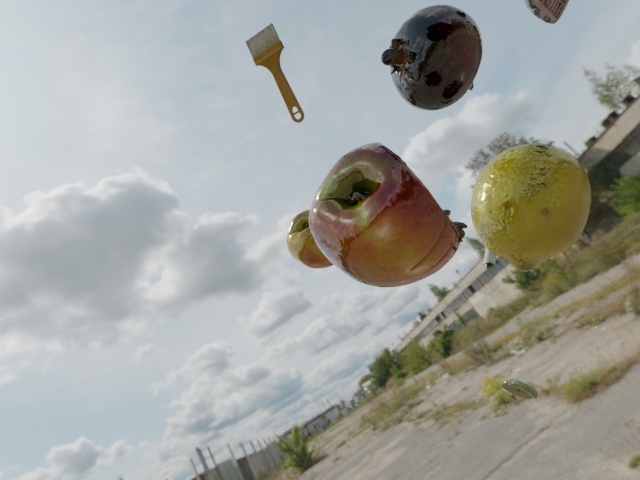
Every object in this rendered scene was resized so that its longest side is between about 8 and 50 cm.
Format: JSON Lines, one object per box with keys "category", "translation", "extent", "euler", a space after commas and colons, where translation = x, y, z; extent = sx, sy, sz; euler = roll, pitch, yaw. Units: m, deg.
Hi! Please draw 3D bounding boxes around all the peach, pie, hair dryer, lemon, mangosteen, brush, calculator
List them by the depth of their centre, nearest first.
{"category": "peach", "translation": [0.117, -0.030, 0.770], "extent": [0.245, 0.249, 0.274], "euler": [-30, -42, 30]}
{"category": "pie", "translation": [0.472, 0.352, 0.989], "extent": [0.020, 0.084, 0.084], "euler": [-61, -11, -23]}
{"category": "lemon", "translation": [0.493, -0.082, 0.993], "extent": [0.257, 0.311, 0.258], "euler": [10, -4, 1]}
{"category": "mangosteen", "translation": [0.243, -0.432, 0.993], "extent": [0.261, 0.236, 0.236], "euler": [-9, -30, -28]}
{"category": "calculator", "translation": [0.575, -0.649, 1.016], "extent": [0.294, 0.043, 0.194], "euler": [-10, -55, -46]}
{"category": "brush", "translation": [-0.117, -0.467, 1.196], "extent": [0.103, 0.272, 0.013], "euler": [-21, 12, 26]}
{"category": "hair dryer", "translation": [0.564, -0.009, 1.337], "extent": [0.237, 0.131, 0.073], "euler": [-65, -37, -34]}
{"category": "peach", "translation": [0.003, 0.003, 1.928], "extent": [0.289, 0.289, 0.308], "euler": [-37, -46, 7]}

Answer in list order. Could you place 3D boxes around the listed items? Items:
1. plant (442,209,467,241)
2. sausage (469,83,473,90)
{"category": "plant", "translation": [0.482, -0.074, 1.769], "extent": [0.146, 0.274, 0.149], "euler": [-14, -58, -55]}
{"category": "sausage", "translation": [0.569, -0.644, 1.748], "extent": [0.050, 0.145, 0.048], "euler": [23, -96, -35]}
